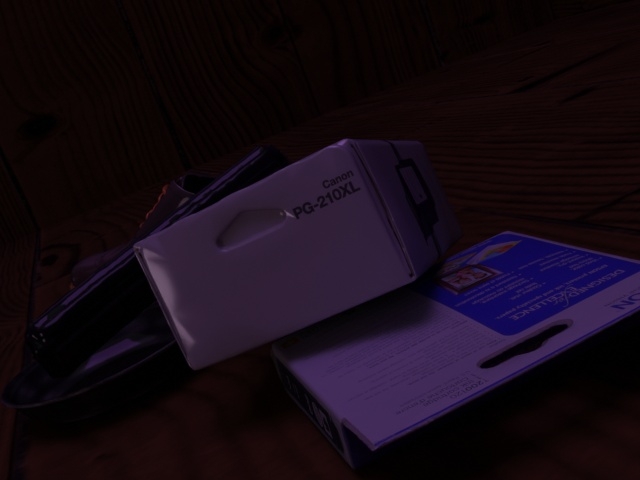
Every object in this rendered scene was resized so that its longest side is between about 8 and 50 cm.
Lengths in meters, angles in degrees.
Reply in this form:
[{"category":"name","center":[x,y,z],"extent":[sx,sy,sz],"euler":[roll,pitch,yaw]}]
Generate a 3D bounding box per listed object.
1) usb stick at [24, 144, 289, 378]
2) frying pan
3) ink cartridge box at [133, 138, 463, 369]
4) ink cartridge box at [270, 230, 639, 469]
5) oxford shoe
[{"category":"usb stick","center":[-0.133,0.013,0.667],"extent":[0.278,0.045,0.077],"euler":[-43,-17,-27]},{"category":"frying pan","center":[-0.223,0.105,0.750],"extent":[0.197,0.053,0.326],"euler":[-29,15,-29]},{"category":"ink cartridge box","center":[0.000,0.000,0.590],"extent":[0.172,0.100,0.237],"euler":[-25,-1,19]},{"category":"ink cartridge box","center":[0.089,0.061,0.470],"extent":[0.206,0.045,0.208],"euler":[-24,12,-13]},{"category":"oxford shoe","center":[-0.174,-0.014,0.970],"extent":[0.364,0.132,0.130],"euler":[-17,15,18]}]
